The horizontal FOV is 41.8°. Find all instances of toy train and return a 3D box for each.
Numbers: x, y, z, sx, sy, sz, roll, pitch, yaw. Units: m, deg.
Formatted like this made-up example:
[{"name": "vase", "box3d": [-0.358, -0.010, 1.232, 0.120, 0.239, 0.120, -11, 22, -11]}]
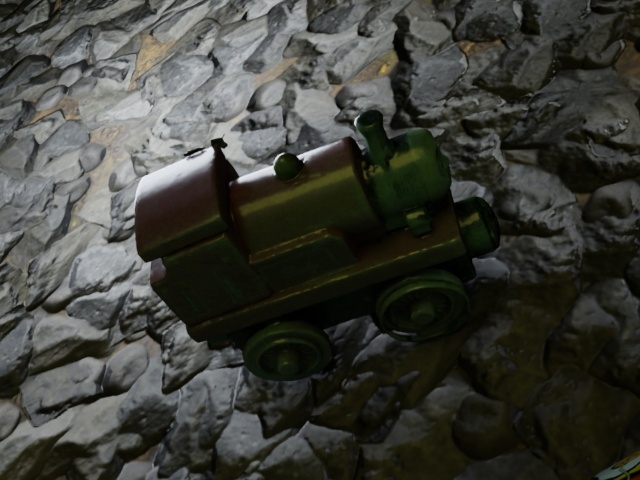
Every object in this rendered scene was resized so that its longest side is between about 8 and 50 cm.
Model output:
[{"name": "toy train", "box3d": [0.000, 0.000, 0.750, 0.304, 0.221, 0.150, -20, 44, 12]}]

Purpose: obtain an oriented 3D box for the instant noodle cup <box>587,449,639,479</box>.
[{"name": "instant noodle cup", "box3d": [0.251, 0.209, 0.392, 0.254, 0.325, 0.325, -31, 44, 16]}]
